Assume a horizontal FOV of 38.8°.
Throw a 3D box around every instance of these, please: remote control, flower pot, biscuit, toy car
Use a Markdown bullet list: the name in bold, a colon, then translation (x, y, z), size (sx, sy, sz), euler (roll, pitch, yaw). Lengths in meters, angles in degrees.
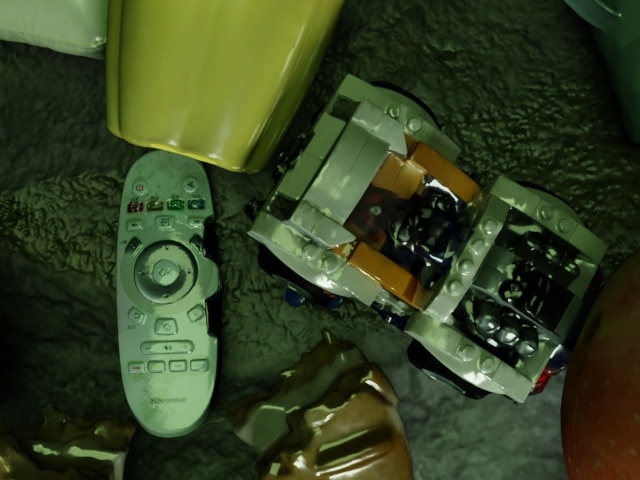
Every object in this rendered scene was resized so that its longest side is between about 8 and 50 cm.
- **remote control**: translation (-0.133, 0.044, 0.812), size (0.097, 0.045, 0.256), euler (0, 84, 1)
- **flower pot**: translation (-0.089, -0.157, 0.756), size (0.195, 0.195, 0.179), euler (16, 99, 5)
- **biscuit**: translation (-0.099, 0.235, 0.740), size (0.366, 0.115, 0.268), euler (-13, 102, 3)
- **toy car**: translation (0.099, 0.002, 0.744), size (0.301, 0.118, 0.193), euler (33, 80, -4)

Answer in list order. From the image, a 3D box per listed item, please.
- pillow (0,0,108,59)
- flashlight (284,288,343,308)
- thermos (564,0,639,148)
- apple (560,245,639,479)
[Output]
- **pillow**: translation (-0.308, -0.304, 0.804), size (0.322, 0.120, 0.256), euler (11, 88, 4)
- **flashlight**: translation (0.000, 0.000, 0.810), size (0.057, 0.035, 0.121), euler (1, 82, 26)
- **thermos**: translation (0.267, -0.221, 0.742), size (0.182, 0.145, 0.287), euler (-17, 84, -18)
- **apple**: translation (0.346, 0.134, 0.637), size (0.348, 0.277, 0.349), euler (-1, 96, -10)
